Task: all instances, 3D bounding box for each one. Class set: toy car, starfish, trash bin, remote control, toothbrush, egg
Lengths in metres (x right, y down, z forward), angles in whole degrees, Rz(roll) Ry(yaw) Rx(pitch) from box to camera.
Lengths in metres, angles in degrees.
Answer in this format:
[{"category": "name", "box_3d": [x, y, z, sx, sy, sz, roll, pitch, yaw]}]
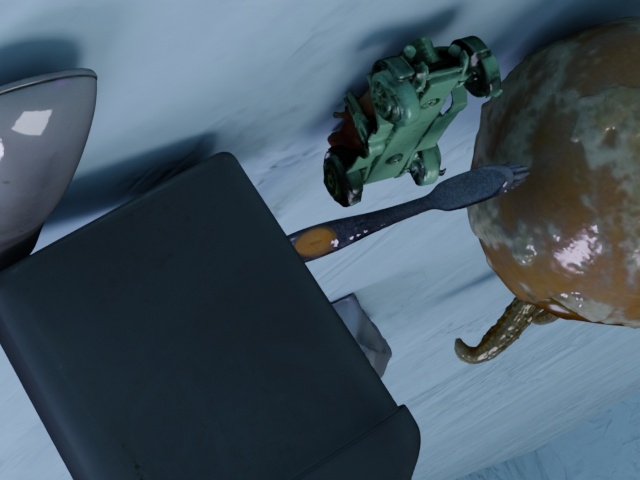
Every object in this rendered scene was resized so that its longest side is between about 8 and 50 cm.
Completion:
[{"category": "toy car", "box_3d": [0.046, -0.071, 0.863, 0.073, 0.054, 0.143, -17, 162, -21]}, {"category": "starfish", "box_3d": [0.298, 0.029, 1.519, 0.327, 0.094, 0.375, -21, 175, 24]}, {"category": "trash bin", "box_3d": [-0.060, 0.091, 0.835, 0.177, 0.236, 0.101, -30, 177, -18]}, {"category": "remote control", "box_3d": [-0.152, -0.020, 0.733, 0.073, 0.044, 0.229, -21, 165, -27]}, {"category": "toothbrush", "box_3d": [-0.002, 0.000, 0.943, 0.321, 0.023, 0.031, -19, 174, 42]}, {"category": "egg", "box_3d": [0.186, -0.039, 0.937, 0.195, 0.195, 0.233, -23, 168, -10]}]

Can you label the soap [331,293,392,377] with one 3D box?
[{"category": "soap", "box_3d": [-0.008, 0.225, 1.334, 0.258, 0.302, 0.159, -24, 157, -6]}]
